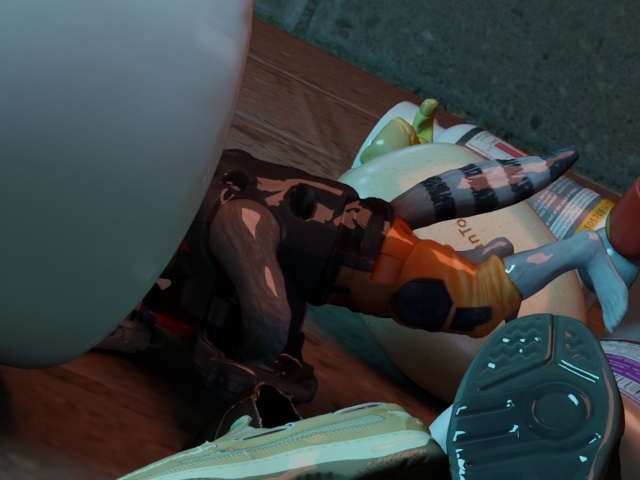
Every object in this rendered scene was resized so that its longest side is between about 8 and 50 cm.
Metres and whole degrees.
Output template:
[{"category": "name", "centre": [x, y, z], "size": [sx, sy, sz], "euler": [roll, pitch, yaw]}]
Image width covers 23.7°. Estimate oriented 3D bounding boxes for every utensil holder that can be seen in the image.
[{"category": "utensil holder", "centre": [-0.272, -0.128, 0.766], "size": [0.386, 0.327, 0.327], "euler": [20, 15, -34]}]

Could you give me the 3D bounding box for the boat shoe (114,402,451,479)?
[{"category": "boat shoe", "centre": [-0.034, 0.119, 0.750], "size": [0.190, 0.068, 0.072], "euler": [-6, 35, -21]}]

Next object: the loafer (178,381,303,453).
[{"category": "loafer", "centre": [0.006, 0.149, 0.798], "size": [0.220, 0.078, 0.080], "euler": [37, 16, 35]}]

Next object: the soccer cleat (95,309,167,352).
[{"category": "soccer cleat", "centre": [-0.130, 0.059, 0.982], "size": [0.036, 0.029, 0.083], "euler": [29, 8, 22]}]

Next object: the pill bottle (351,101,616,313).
[{"category": "pill bottle", "centre": [0.176, -0.026, 1.621], "size": [0.278, 0.162, 0.162], "euler": [32, 14, 17]}]

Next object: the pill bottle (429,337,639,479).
[{"category": "pill bottle", "centre": [0.170, 0.149, 0.932], "size": [0.169, 0.169, 0.301], "euler": [32, 13, 18]}]

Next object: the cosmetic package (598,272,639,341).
[{"category": "cosmetic package", "centre": [0.403, 0.101, 1.449], "size": [0.225, 0.224, 0.138], "euler": [33, 14, 21]}]

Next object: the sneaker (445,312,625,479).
[{"category": "sneaker", "centre": [0.114, 0.153, 0.743], "size": [0.130, 0.087, 0.227], "euler": [70, 14, -55]}]

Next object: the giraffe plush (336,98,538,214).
[{"category": "giraffe plush", "centre": [0.103, -0.012, 1.437], "size": [0.170, 0.181, 0.210], "euler": [41, 32, 6]}]

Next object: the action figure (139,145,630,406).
[{"category": "action figure", "centre": [0.000, 0.000, 1.049], "size": [0.330, 0.178, 0.341], "euler": [6, 10, -14]}]

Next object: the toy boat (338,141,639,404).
[{"category": "toy boat", "centre": [0.168, 0.030, 1.300], "size": [0.318, 0.148, 0.267], "euler": [-16, 61, -25]}]
